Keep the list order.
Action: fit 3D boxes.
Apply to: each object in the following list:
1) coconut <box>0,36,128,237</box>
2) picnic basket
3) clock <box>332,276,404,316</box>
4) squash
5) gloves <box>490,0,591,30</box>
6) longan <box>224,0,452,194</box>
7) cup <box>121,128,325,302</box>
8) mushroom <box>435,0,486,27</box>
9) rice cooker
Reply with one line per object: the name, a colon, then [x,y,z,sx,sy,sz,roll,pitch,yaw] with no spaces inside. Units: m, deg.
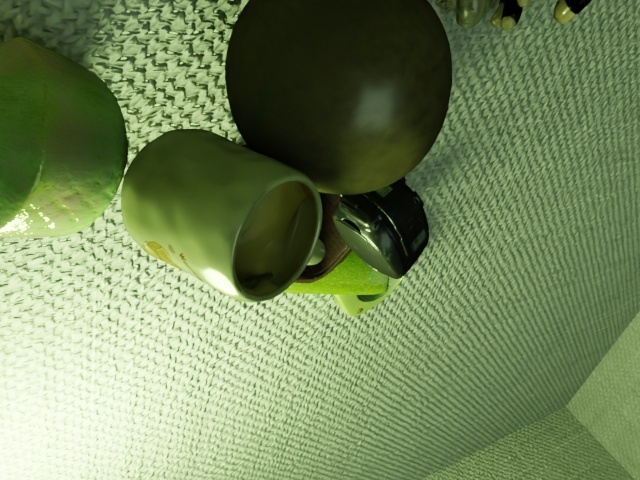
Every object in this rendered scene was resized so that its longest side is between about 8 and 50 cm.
coconut: [-0.336,-0.105,0.723,0.236,0.204,0.236,-26,162,-9]
picnic basket: [-0.062,-0.047,1.086,0.297,0.129,0.222,11,122,-47]
clock: [0.124,0.059,1.416,0.232,0.069,0.170,-36,144,-6]
squash: [0.000,0.000,1.277,0.289,0.203,0.111,4,137,2]
gloves: [0.396,-0.457,1.033,0.197,0.152,0.301,32,113,-31]
longan: [0.027,-0.207,0.850,0.319,0.319,0.319,-24,141,-20]
cup: [-0.100,-0.043,0.815,0.255,0.202,0.173,-18,125,-52]
mushroom: [0.225,-0.385,1.035,0.079,0.085,0.085,-2,141,7]
rice cooker: [0.098,-0.024,1.021,0.118,0.142,0.203,-44,148,-13]
